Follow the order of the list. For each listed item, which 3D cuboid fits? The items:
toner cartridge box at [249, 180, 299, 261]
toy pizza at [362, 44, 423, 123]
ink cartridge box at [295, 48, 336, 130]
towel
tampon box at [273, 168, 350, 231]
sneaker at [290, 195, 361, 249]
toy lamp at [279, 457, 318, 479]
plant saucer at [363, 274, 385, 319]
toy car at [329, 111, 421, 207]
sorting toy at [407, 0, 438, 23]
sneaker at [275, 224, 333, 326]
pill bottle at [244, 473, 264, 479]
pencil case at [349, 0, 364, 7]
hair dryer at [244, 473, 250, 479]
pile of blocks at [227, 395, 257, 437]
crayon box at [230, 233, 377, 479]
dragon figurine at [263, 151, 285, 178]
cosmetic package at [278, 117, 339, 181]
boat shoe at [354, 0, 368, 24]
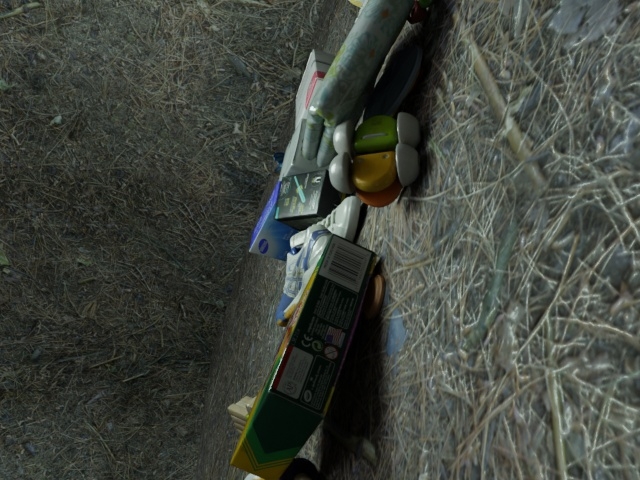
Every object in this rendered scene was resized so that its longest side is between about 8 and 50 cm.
[{"bbox_3d":[-0.091,-0.043,1.786,0.348,0.165,0.075,126,156,-61],"label":"toner cartridge box"},{"bbox_3d":[0.154,-0.311,1.267,0.201,0.032,0.201,-53,20,29],"label":"toy pizza"},{"bbox_3d":[0.000,-0.480,2.018,0.283,0.117,0.207,-93,21,-55],"label":"ink cartridge box"},{"bbox_3d":[0.070,-0.337,1.309,0.320,0.090,0.374,-63,0,-9],"label":"towel"},{"bbox_3d":[-0.019,-0.096,1.531,0.161,0.102,0.120,-4,69,45],"label":"tampon box"},{"bbox_3d":[0.000,0.000,1.427,0.105,0.123,0.290,-84,16,-44],"label":"sneaker"},{"bbox_3d":[-0.021,0.439,1.085,0.275,0.080,0.080,145,139,-72],"label":"toy lamp"},{"bbox_3d":[0.096,0.103,1.120,0.083,0.013,0.083,-165,90,-79],"label":"plant saucer"},{"bbox_3d":[0.108,-0.142,1.124,0.136,0.159,0.181,61,-151,-51],"label":"toy car"},{"bbox_3d":[0.217,-0.488,1.257,0.102,0.042,0.061,-32,58,55],"label":"sorting toy"},{"bbox_3d":[-0.030,0.083,1.396,0.131,0.112,0.296,59,134,25],"label":"sneaker"},{"bbox_3d":[-0.105,0.542,1.243,0.117,0.118,0.208,118,162,-45],"label":"pill bottle"},{"bbox_3d":[0.156,-0.773,1.686,0.273,0.114,0.124,125,147,-58],"label":"pencil case"},{"bbox_3d":[-0.165,0.585,1.550,0.293,0.080,0.223,137,147,-68],"label":"hair dryer"},{"bbox_3d":[-0.091,0.406,1.445,0.113,0.148,0.362,-31,-5,-35],"label":"pile of blocks"},{"bbox_3d":[-0.032,0.219,1.146,0.313,0.106,0.362,117,177,-46],"label":"crayon box"},{"bbox_3d":[-0.124,-0.249,2.106,0.144,0.289,0.085,35,118,37],"label":"dragon figurine"},{"bbox_3d":[-0.017,-0.212,1.686,0.183,0.152,0.151,131,152,-65],"label":"cosmetic package"},{"bbox_3d":[0.141,-0.581,1.552,0.277,0.098,0.096,-112,37,-72],"label":"boat shoe"}]
